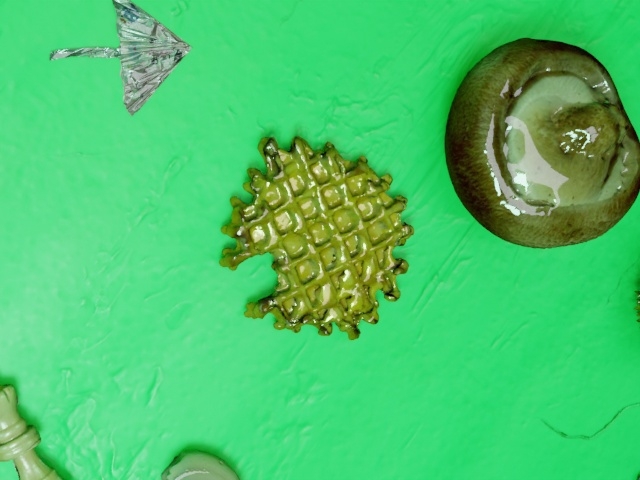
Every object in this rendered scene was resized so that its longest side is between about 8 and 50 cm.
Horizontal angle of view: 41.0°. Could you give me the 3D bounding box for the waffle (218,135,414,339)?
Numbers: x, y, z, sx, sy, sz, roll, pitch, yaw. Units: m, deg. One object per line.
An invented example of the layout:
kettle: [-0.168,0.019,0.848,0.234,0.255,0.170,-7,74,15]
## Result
waffle: [0.000,0.000,1.003,0.232,0.051,0.228,16,87,-18]

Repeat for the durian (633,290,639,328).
durian: [0.508,0.081,1.094,0.200,0.176,0.236,-10,103,-25]

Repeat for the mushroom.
mushroom: [0.263,-0.111,1.014,0.253,0.153,0.253,1,86,-14]

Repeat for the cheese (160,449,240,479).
cheese: [-0.123,0.321,0.994,0.092,0.047,0.171,-29,103,-11]

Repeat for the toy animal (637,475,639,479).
toy animal: [0.469,0.376,1.162,0.103,0.100,0.208,23,91,22]

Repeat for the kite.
kite: [-0.217,-0.206,0.941,0.157,0.011,0.139,-6,94,-16]

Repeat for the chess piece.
chess piece: [-0.326,0.223,0.924,0.060,0.060,0.172,-27,99,-13]
